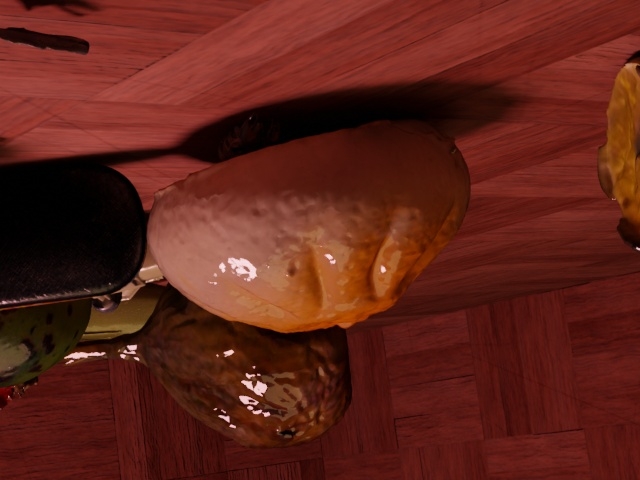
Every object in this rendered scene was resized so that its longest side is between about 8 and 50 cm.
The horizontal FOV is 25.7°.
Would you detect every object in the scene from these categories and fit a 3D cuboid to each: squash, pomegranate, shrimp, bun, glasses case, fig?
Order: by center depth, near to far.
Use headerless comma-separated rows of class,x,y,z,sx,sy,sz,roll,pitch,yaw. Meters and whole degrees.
shrimp,-0.059,-0.087,1.198,0.038,0.029,0.092,-3,170,-23
bun,0.000,0.000,1.267,0.299,0.165,0.299,-17,178,-1
glasses case,-0.317,0.005,1.271,0.321,0.122,0.082,-7,177,1
pomegranate,-0.308,0.040,1.412,0.248,0.202,0.202,-42,162,14
fig,-0.141,0.135,1.736,0.368,0.286,0.286,-14,171,6
squash,-0.320,0.106,2.114,0.341,0.094,0.094,-6,172,-15

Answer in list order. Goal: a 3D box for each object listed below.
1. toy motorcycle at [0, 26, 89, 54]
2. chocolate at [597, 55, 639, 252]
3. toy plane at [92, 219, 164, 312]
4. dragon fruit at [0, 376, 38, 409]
toy motorcycle,-0.271,-0.079,0.705,0.207,0.134,0.401,-6,173,35
chocolate,0.461,-0.096,1.177,0.445,0.162,0.162,-8,172,-9
toy plane,-0.232,0.023,1.608,0.256,0.104,0.242,-3,158,15
dragon fruit,-0.407,0.127,1.843,0.092,0.192,0.122,-5,161,35
